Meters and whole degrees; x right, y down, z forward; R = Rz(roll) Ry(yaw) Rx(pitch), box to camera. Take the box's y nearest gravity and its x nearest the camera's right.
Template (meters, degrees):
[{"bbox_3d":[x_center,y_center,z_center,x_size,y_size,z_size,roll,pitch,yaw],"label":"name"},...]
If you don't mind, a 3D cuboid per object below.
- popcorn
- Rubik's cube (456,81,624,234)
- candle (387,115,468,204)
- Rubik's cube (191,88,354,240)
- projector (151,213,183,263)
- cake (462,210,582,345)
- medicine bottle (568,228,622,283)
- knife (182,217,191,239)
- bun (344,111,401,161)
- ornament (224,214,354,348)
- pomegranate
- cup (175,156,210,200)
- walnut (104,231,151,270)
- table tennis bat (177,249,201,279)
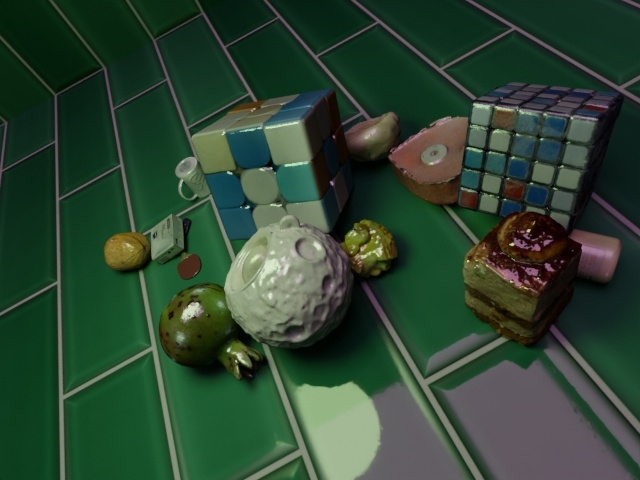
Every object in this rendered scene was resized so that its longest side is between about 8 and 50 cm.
[{"bbox_3d":[0.132,0.030,1.300,0.174,0.142,0.173,2,66,-4],"label":"popcorn"},{"bbox_3d":[0.549,-0.225,1.152,0.293,0.286,0.292,19,36,31],"label":"Rubik's cube"},{"bbox_3d":[0.354,-0.236,1.404,0.287,0.131,0.317,-2,47,30],"label":"candle"},{"bbox_3d":[-0.119,-0.232,1.378,0.347,0.346,0.344,-5,28,20],"label":"Rubik's cube"},{"bbox_3d":[-0.545,-0.004,1.618,0.115,0.061,0.147,-31,51,18],"label":"projector"},{"bbox_3d":[0.458,0.076,1.031,0.199,0.293,0.196,-40,51,-14],"label":"cake"},{"bbox_3d":[0.594,0.020,1.128,0.252,0.114,0.114,18,64,30],"label":"medicine bottle"},{"bbox_3d":[-0.501,-0.031,1.658,0.031,0.018,0.121,-1,57,13],"label":"knife"},{"bbox_3d":[0.181,-0.337,1.525,0.231,0.133,0.231,-26,18,10],"label":"bun"},{"bbox_3d":[-0.072,0.121,1.192,0.337,0.337,0.337,-11,53,14],"label":"ornament"},{"bbox_3d":[-0.294,0.244,1.252,0.306,0.242,0.242,13,62,19],"label":"pomegranate"},{"bbox_3d":[-0.474,-0.225,1.712,0.099,0.133,0.136,-13,52,17],"label":"cup"},{"bbox_3d":[-0.688,0.037,1.611,0.180,0.144,0.144,-15,52,18],"label":"walnut"},{"bbox_3d":[-0.465,0.073,1.576,0.087,0.013,0.156,-35,53,-2],"label":"table tennis bat"}]
